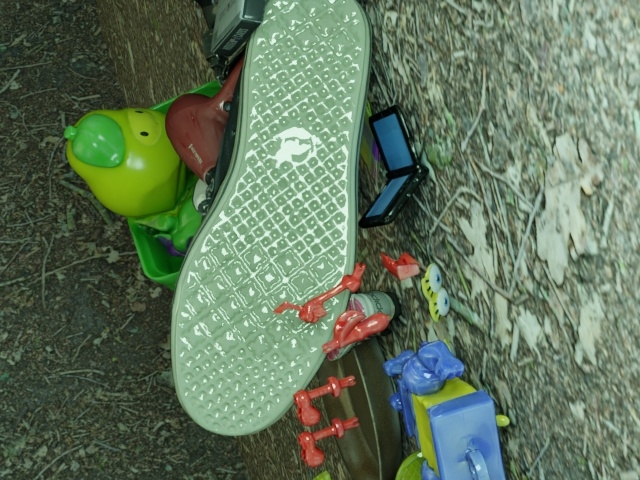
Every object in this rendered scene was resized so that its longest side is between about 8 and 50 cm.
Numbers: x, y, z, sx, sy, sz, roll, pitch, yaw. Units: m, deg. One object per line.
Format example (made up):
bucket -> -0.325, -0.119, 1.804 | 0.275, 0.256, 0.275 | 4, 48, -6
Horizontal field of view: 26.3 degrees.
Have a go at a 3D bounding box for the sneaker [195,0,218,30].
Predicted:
sneaker -> -0.171, -0.372, 2.144 | 0.217, 0.079, 0.121 | 167, 91, -76

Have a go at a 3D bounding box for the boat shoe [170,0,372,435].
boat shoe -> -0.045, -0.032, 1.509 | 0.156, 0.187, 0.500 | 105, 176, -86

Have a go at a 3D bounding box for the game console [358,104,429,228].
game console -> 0.062, -0.075, 1.454 | 0.071, 0.107, 0.122 | 37, 171, -8

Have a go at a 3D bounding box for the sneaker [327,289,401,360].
sneaker -> 0.049, 0.103, 1.686 | 0.170, 0.075, 0.063 | 132, 125, -61

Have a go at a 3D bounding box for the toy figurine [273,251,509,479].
toy figurine -> 0.102, 0.216, 1.367 | 0.217, 0.191, 0.362 | -139, 36, -61

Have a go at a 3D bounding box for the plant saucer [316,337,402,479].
plant saucer -> 0.049, 0.204, 1.876 | 0.310, 0.050, 0.310 | 166, 90, -77

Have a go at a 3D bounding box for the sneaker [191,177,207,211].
sneaker -> -0.072, -0.067, 1.787 | 0.182, 0.128, 0.315 | -58, 29, 26

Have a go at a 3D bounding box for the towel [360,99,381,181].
towel -> 0.058, -0.114, 1.578 | 0.083, 0.009, 0.060 | 92, 161, -49

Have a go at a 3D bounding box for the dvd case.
dvd case -> -0.074, -0.331, 1.472 | 0.179, 0.030, 0.238 | 166, 113, -76

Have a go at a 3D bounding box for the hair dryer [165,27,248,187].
hair dryer -> -0.124, -0.193, 1.741 | 0.224, 0.080, 0.293 | -29, 47, 53

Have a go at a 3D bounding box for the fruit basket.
fruit basket -> -0.237, -0.113, 2.234 | 0.392, 0.283, 0.392 | 157, 90, -89
